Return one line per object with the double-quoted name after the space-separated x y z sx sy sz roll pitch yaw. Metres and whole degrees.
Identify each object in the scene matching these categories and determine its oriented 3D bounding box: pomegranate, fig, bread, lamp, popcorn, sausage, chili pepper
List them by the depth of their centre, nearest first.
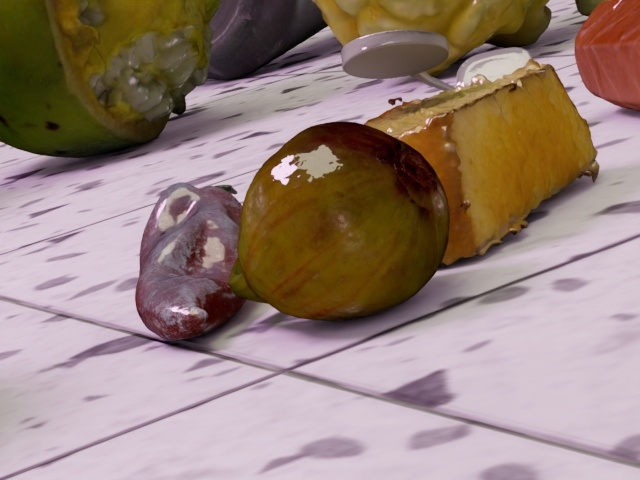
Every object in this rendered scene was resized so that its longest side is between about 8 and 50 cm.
0.000 0.000 0.738 0.098 0.082 0.084 -40 26 20 "fig"
-0.053 0.012 0.820 0.050 0.041 0.153 -33 23 12 "chili pepper"
0.055 -0.034 0.859 0.103 0.065 0.187 -15 7 34 "bread"
0.062 -0.090 0.966 0.050 0.056 0.198 -10 -12 21 "lamp"
0.179 -0.099 1.014 0.065 0.065 0.169 -17 9 -11 "sausage"
0.080 -0.243 1.476 0.195 0.255 0.256 -40 43 26 "popcorn"
-0.189 -0.186 1.560 0.260 0.260 0.341 -12 -19 14 "pomegranate"

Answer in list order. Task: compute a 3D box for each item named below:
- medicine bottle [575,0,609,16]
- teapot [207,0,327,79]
0.241 -0.301 1.527 0.124 0.239 0.124 -12 9 2 "medicine bottle"
-0.013 -0.301 1.977 0.300 0.253 0.344 34 34 31 "teapot"
